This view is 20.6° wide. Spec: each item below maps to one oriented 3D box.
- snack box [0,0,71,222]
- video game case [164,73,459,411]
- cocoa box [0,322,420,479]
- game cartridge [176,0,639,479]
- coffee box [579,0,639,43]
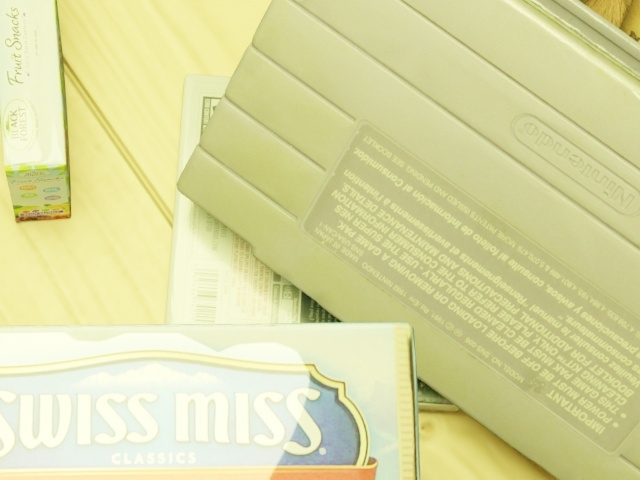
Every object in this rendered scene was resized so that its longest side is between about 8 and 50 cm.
[{"bbox_3d":[-0.163,-0.092,0.994,0.037,0.100,0.141,-5,75,-6],"label":"snack box"},{"bbox_3d":[0.000,0.000,1.023,0.173,0.022,0.190,4,73,-3],"label":"video game case"},{"bbox_3d":[-0.131,0.171,0.853,0.347,0.231,0.228,0,73,-5],"label":"cocoa box"},{"bbox_3d":[0.111,-0.008,0.915,0.355,0.230,0.068,37,42,6],"label":"game cartridge"},{"bbox_3d":[0.209,-0.136,0.939,0.119,0.297,0.168,5,69,-50],"label":"coffee box"}]
